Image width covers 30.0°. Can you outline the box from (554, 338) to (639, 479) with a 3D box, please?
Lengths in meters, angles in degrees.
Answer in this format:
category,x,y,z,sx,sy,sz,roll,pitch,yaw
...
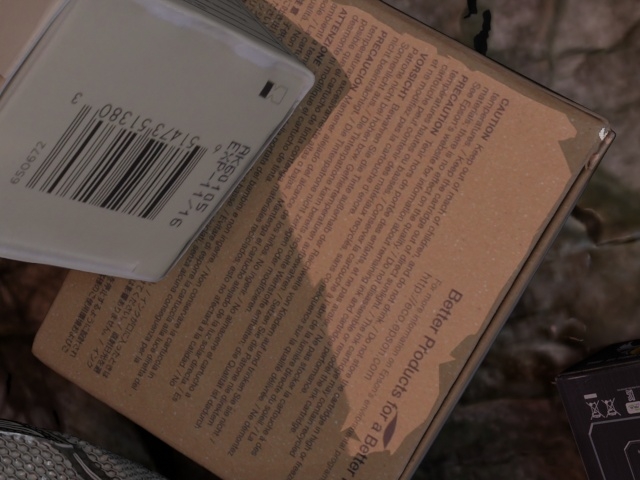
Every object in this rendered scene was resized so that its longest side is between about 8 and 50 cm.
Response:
category,x,y,z,sx,sy,sz,roll,pitch,yaw
box,0.229,0.116,0.490,0.231,0.056,0.183,-20,89,46

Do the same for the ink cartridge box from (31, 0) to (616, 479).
category,x,y,z,sx,sy,sz,roll,pitch,yaw
ink cartridge box,0.000,0.000,0.579,0.193,0.088,0.234,31,101,9

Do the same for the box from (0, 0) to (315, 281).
category,x,y,z,sx,sy,sz,roll,pitch,yaw
box,-0.162,-0.133,0.531,0.121,0.148,0.311,-52,58,16

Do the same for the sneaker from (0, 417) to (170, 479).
category,x,y,z,sx,sy,sz,roll,pitch,yaw
sneaker,-0.036,0.160,0.513,0.344,0.134,0.146,24,140,7
